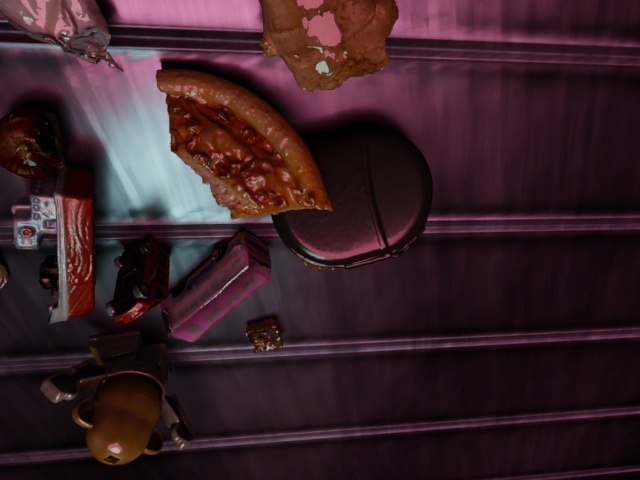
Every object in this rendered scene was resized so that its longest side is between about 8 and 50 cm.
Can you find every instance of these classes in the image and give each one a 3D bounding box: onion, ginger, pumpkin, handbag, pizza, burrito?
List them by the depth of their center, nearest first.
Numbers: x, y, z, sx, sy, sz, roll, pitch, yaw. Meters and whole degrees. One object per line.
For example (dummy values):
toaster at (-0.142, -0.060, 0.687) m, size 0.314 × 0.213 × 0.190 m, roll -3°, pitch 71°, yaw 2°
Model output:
burrito at (-0.429, -0.404, 0.699) m, size 0.139 × 0.101 × 0.446 m, roll -27°, pitch 127°, yaw 6°
ginger at (-0.010, -0.401, 0.738) m, size 0.236 × 0.166 × 0.376 m, roll -15°, pitch 134°, yaw 13°
onion at (-0.484, -0.160, 0.875) m, size 0.118 × 0.118 × 0.117 m, roll -11°, pitch 98°, yaw -1°
pizza at (-0.136, -0.151, 0.879) m, size 0.365 × 0.074 × 0.182 m, roll 44°, pitch 84°, yaw -4°
handbag at (0.058, -0.075, 0.975) m, size 0.307 × 0.093 × 0.254 m, roll -15°, pitch 96°, yaw 1°
pumpkin at (-0.135, 0.230, 1.261) m, size 0.083 × 0.054 × 0.074 m, roll -14°, pitch 124°, yaw 7°

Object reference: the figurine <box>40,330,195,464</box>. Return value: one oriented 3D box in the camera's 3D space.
figurine at (-0.427, 0.350, 1.156) m, size 0.342 × 0.285 × 0.167 m, roll 15°, pitch 121°, yaw -22°

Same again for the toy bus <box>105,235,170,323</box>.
toy bus at (-0.347, 0.084, 1.023) m, size 0.081 × 0.195 × 0.089 m, roll -30°, pitch 129°, yaw 13°

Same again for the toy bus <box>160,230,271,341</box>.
toy bus at (-0.226, 0.102, 1.116) m, size 0.274 × 0.112 × 0.090 m, roll -40°, pitch 131°, yaw 19°

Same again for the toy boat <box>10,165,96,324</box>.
toy boat at (-0.493, 0.029, 0.985) m, size 0.133 × 0.145 × 0.332 m, roll 0°, pitch 125°, yaw -22°

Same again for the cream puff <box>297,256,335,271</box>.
cream puff at (0.000, 0.000, 1.081) m, size 0.116 × 0.122 × 0.094 m, roll -27°, pitch 149°, yaw -40°

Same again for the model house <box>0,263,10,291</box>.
model house at (-0.799, 0.070, 0.994) m, size 0.278 × 0.218 × 0.205 m, roll 26°, pitch 167°, yaw 9°
